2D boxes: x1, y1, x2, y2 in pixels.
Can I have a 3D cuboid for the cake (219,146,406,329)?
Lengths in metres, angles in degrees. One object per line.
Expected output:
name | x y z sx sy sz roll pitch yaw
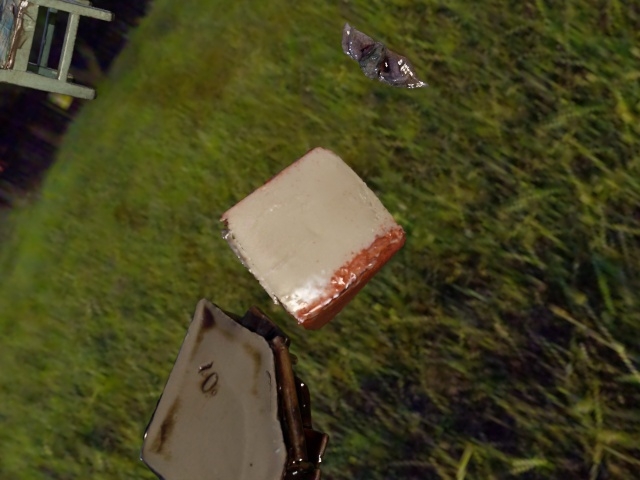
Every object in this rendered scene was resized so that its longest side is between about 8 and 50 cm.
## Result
cake | 0.000 0.000 1.166 0.160 0.158 0.262 -39 -7 0

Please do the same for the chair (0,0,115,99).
chair | -0.455 -0.302 1.423 0.136 0.271 0.147 36 114 55

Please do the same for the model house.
model house | -0.072 0.291 1.449 0.317 0.282 0.297 30 81 34

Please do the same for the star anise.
star anise | 0.104 -0.306 1.698 0.061 0.181 0.204 -58 25 12
